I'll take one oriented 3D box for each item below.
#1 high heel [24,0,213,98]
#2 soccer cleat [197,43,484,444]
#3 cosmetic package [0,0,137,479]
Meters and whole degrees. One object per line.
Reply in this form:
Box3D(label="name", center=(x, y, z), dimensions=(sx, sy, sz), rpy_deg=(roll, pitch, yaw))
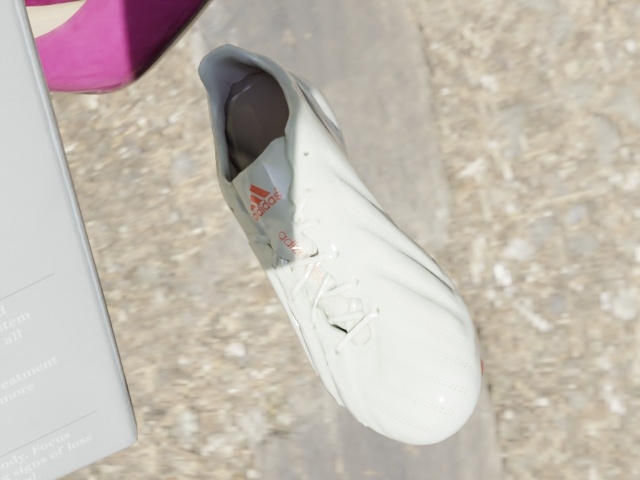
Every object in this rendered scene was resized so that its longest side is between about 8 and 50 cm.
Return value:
Box3D(label="high heel", center=(-0.189, -0.167, 1.162), dimensions=(0.181, 0.377, 0.127), rpy_deg=(38, 43, -21))
Box3D(label="soccer cleat", center=(0.000, 0.000, 0.759), dimensions=(0.068, 0.196, 0.076), rpy_deg=(-39, 142, 13))
Box3D(label="cosmetic package", center=(-0.126, -0.035, 0.386), dimensions=(0.127, 0.107, 0.238), rpy_deg=(-22, 135, -15))
